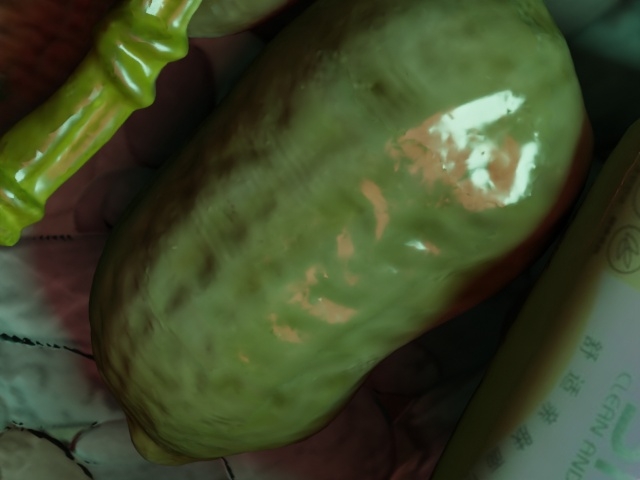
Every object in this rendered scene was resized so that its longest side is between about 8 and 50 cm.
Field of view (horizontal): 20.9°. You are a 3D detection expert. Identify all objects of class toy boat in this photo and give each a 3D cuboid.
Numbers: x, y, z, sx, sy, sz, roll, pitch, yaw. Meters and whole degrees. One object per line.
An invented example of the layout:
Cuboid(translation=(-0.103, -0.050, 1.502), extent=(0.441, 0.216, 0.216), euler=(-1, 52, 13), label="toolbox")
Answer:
Cuboid(translation=(-0.077, -0.142, 0.536), extent=(0.141, 0.099, 0.318), euler=(23, 107, 23), label="toy boat")

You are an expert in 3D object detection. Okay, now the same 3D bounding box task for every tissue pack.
Cuboid(translation=(0.119, 0.074, 0.645), extent=(0.123, 0.215, 0.256), euler=(27, 100, 17), label="tissue pack")

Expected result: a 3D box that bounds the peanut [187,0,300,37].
Cuboid(translation=(-0.007, -0.127, 0.592), extent=(0.152, 0.076, 0.076), euler=(-36, 121, 20), label="peanut")

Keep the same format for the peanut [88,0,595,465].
Cuboid(translation=(0.000, 0.000, 0.646), extent=(0.253, 0.122, 0.137), euler=(-44, 160, 23), label="peanut")
